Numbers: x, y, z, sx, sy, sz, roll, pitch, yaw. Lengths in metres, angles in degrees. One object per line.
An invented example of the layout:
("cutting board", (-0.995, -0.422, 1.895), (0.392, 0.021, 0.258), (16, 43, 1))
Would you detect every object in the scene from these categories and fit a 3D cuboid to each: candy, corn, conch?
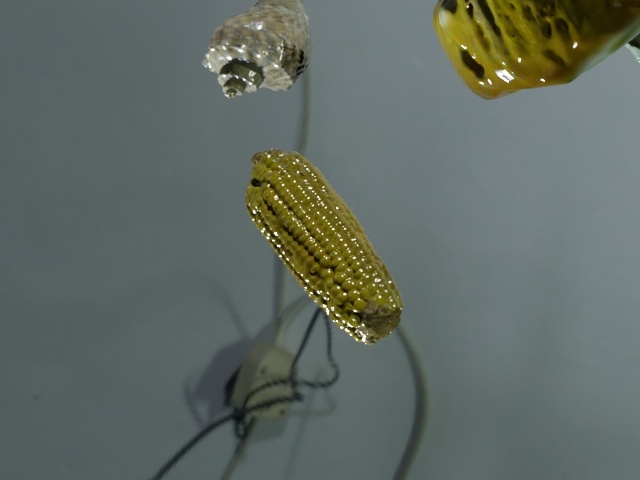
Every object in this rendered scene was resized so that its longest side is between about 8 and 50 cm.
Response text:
("candy", (0.211, -0.205, 1.137), (0.260, 0.260, 0.118), (-28, 94, 25))
("corn", (0.000, 0.000, 1.542), (0.262, 0.097, 0.097), (53, 124, 29))
("conch", (-0.075, -0.252, 1.764), (0.155, 0.207, 0.130), (7, 150, 34))

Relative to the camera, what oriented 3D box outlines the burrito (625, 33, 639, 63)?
("burrito", (0.360, -0.233, 1.672), (0.044, 0.118, 0.074), (-44, 136, 14))
